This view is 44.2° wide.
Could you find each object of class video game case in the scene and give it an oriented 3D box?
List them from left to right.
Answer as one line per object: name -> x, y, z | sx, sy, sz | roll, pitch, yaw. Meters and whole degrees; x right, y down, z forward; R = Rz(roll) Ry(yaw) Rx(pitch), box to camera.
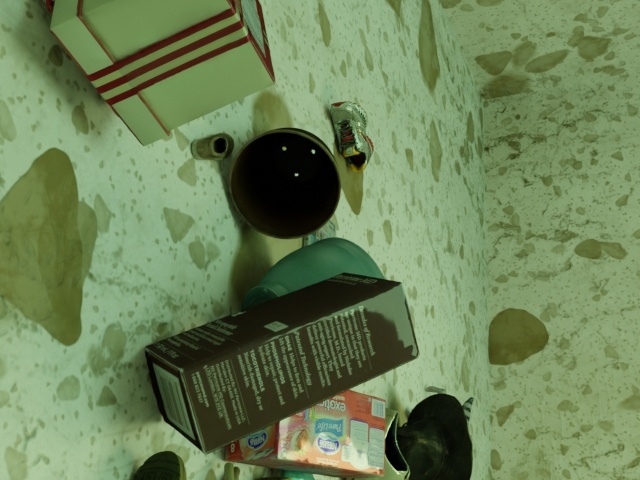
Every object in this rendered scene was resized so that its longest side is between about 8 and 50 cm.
video game case -> 0.000, 0.000, 1.889 | 0.157, 0.019, 0.143 | 43, 45, -58

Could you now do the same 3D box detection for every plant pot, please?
plant pot -> -0.056, -0.141, 1.596 | 0.230, 0.215, 0.215 | -73, 150, -70
plant pot -> -0.027, 0.152, 1.501 | 0.196, 0.293, 0.293 | -11, 94, -40

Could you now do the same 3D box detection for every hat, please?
hat -> 0.264, 0.561, 2.126 | 0.134, 0.331, 0.331 | 13, 66, -24

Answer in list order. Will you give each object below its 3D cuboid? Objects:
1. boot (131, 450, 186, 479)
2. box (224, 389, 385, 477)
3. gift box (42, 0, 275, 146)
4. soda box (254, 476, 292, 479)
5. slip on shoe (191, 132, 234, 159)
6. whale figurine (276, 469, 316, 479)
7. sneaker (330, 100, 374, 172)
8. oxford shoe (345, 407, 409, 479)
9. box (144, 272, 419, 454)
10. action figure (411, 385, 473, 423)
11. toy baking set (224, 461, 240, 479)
boot -> -0.205, 0.475, 1.203 | 0.269, 0.089, 0.236 | 56, 38, -52
box -> -0.021, 0.355, 1.479 | 0.300, 0.142, 0.154 | 23, 60, -43
gift box -> -0.232, -0.320, 1.152 | 0.276, 0.258, 0.255 | -101, 165, -48
soda box -> -0.088, 0.539, 1.472 | 0.058, 0.061, 0.181 | 19, 67, -66
slip on shoe -> -0.189, -0.176, 1.466 | 0.135, 0.041, 0.051 | -20, 102, -66
whale figurine -> 0.000, 0.556, 1.574 | 0.216, 0.141, 0.272 | -35, 112, -64
sneaker -> 0.085, -0.274, 2.078 | 0.225, 0.088, 0.093 | 60, 33, -42
oxford shoe -> 0.138, 0.593, 1.876 | 0.140, 0.146, 0.397 | -7, 90, -68
box -> -0.058, 0.176, 1.234 | 0.381, 0.191, 0.143 | -18, 101, -27
action figure -> 0.392, 0.602, 2.448 | 0.330, 0.178, 0.341 | -82, 156, -53
toy baking set -> -0.125, 0.508, 1.335 | 0.256, 0.030, 0.197 | -100, 173, -54
